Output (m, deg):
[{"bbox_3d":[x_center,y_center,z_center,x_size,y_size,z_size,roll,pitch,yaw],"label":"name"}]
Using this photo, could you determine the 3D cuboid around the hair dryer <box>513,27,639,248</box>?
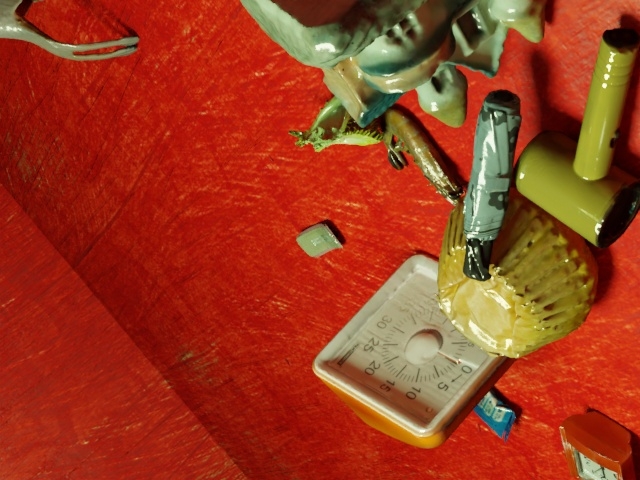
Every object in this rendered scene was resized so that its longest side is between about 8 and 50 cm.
[{"bbox_3d":[0.300,-0.126,1.468,0.135,0.090,0.279,39,149,28],"label":"hair dryer"}]

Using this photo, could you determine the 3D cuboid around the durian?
[{"bbox_3d":[0.023,-0.163,1.857,0.086,0.100,0.215,69,163,-9],"label":"durian"}]

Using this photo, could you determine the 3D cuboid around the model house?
[{"bbox_3d":[0.117,-0.219,1.440,0.194,0.267,0.325,44,172,47],"label":"model house"}]

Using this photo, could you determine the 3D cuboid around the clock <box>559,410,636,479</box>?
[{"bbox_3d":[0.420,0.326,1.956,0.113,0.061,0.155,31,154,36],"label":"clock"}]

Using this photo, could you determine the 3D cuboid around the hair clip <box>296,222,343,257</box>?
[{"bbox_3d":[0.001,-0.001,2.246,0.054,0.022,0.137,52,157,-7],"label":"hair clip"}]

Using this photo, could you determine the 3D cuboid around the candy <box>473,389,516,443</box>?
[{"bbox_3d":[0.266,0.262,2.158,0.136,0.038,0.088,48,155,28],"label":"candy"}]

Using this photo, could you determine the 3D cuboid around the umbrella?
[{"bbox_3d":[0.197,-0.063,1.563,0.053,0.052,0.250,-95,8,-56],"label":"umbrella"}]

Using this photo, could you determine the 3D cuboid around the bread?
[{"bbox_3d":[0.248,0.038,1.719,0.240,0.139,0.240,37,150,26],"label":"bread"}]

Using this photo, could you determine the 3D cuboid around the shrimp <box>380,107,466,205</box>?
[{"bbox_3d":[0.135,-0.104,1.839,0.178,0.034,0.124,52,160,0],"label":"shrimp"}]

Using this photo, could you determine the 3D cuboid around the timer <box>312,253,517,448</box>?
[{"bbox_3d":[0.168,0.174,1.929,0.250,0.257,0.161,15,146,56],"label":"timer"}]

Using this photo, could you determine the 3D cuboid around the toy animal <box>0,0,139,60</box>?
[{"bbox_3d":[-0.520,-0.370,2.287,0.284,0.302,0.225,50,154,12],"label":"toy animal"}]
